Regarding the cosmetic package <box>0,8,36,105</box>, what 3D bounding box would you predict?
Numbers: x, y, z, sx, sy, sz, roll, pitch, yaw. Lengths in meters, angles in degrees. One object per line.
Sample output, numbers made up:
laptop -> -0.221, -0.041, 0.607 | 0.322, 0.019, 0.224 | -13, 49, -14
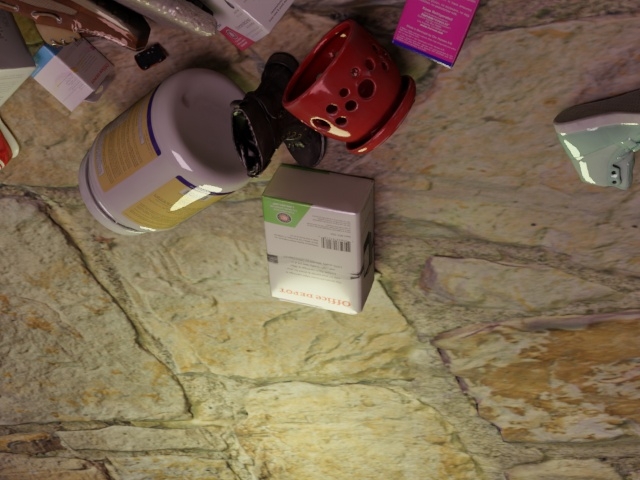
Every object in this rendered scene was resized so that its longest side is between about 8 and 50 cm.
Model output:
cosmetic package -> -0.761, -0.314, 2.139 | 0.453, 0.161, 0.230 | -31, 80, 40

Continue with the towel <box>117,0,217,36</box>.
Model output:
towel -> -0.293, -0.409, 1.853 | 0.187, 0.049, 0.282 | 23, -176, -30

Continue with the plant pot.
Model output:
plant pot -> 0.056, -0.254, 1.886 | 0.174, 0.191, 0.191 | 38, 134, -17

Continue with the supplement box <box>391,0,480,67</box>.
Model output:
supplement box -> 0.206, -0.405, 1.738 | 0.114, 0.111, 0.220 | 24, 135, 2

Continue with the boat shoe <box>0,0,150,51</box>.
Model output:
boat shoe -> -0.463, -0.416, 1.994 | 0.324, 0.122, 0.120 | 28, 110, 9

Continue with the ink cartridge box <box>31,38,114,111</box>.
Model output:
ink cartridge box -> -0.478, -0.327, 2.117 | 0.143, 0.092, 0.090 | 44, 133, -17

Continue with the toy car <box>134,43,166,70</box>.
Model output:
toy car -> -0.295, -0.317, 2.077 | 0.122, 0.060, 0.040 | 43, 165, -8

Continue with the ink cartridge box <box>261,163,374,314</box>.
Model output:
ink cartridge box -> 0.000, 0.000, 2.195 | 0.198, 0.115, 0.273 | 11, 133, 15

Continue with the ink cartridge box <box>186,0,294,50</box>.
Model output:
ink cartridge box -> -0.171, -0.441, 1.825 | 0.237, 0.100, 0.172 | 39, 167, -15

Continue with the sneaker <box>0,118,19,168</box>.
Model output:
sneaker -> -0.726, -0.231, 2.286 | 0.087, 0.128, 0.221 | -15, 123, 33

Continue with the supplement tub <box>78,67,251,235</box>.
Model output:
supplement tub -> -0.288, -0.156, 2.078 | 0.241, 0.241, 0.331 | 45, 138, -19

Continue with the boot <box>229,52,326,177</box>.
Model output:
boot -> -0.086, -0.187, 1.979 | 0.091, 0.229, 0.263 | -3, 129, 25

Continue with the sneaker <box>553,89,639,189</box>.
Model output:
sneaker -> 0.530, -0.165, 1.828 | 0.256, 0.094, 0.151 | -6, 122, 40
